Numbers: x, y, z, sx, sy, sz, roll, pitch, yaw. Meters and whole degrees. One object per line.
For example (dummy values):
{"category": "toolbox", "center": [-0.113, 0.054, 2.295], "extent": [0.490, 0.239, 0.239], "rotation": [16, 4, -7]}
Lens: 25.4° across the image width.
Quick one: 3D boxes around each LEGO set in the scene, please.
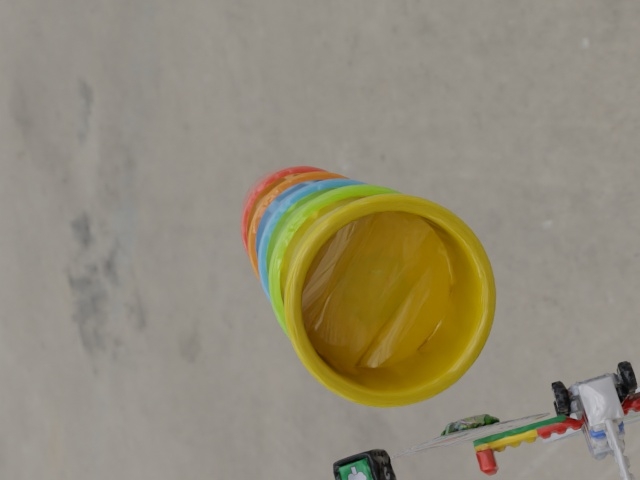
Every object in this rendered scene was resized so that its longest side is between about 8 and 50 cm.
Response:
{"category": "LEGO set", "center": [0.132, 0.093, 0.672], "extent": [0.182, 0.244, 0.060], "rotation": [-34, 67, 51]}

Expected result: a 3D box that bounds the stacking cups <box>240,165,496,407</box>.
{"category": "stacking cups", "center": [0.000, 0.000, 0.761], "extent": [0.316, 0.096, 0.096], "rotation": [-139, 42, -75]}
